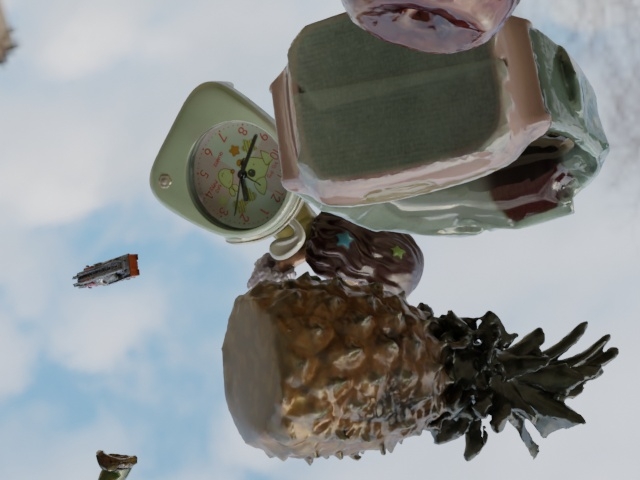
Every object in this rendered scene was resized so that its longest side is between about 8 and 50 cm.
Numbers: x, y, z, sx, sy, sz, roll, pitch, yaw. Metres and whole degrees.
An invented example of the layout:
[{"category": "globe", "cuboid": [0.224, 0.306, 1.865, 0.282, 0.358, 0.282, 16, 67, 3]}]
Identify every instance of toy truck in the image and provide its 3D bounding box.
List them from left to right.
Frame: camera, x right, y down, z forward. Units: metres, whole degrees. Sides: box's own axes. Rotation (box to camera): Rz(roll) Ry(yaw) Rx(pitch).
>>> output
[{"category": "toy truck", "cuboid": [-0.202, 0.030, 1.647, 0.032, 0.024, 0.083, -4, 172, -40]}]

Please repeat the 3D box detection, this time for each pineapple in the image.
[{"category": "pineapple", "cuboid": [0.093, 0.111, 1.513, 0.340, 0.169, 0.169, 1, -146, -22]}]

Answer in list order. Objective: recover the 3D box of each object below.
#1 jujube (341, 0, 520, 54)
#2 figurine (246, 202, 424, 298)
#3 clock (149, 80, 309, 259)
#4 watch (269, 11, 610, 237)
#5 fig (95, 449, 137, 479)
[{"category": "jujube", "cuboid": [0.068, -0.243, 1.031, 0.190, 0.190, 0.255, 5, -103, 19]}, {"category": "figurine", "cuboid": [0.002, 0.000, 1.969, 0.240, 0.115, 0.175, 24, -155, 13]}, {"category": "clock", "cuboid": [-0.081, -0.071, 1.890, 0.191, 0.151, 0.062, 33, -164, 13]}, {"category": "watch", "cuboid": [0.105, -0.086, 1.432, 0.253, 0.241, 0.161, -11, -111, 12]}, {"category": "fig", "cuboid": [-0.208, 0.251, 1.141, 0.151, 0.151, 0.259, 14, -115, 28]}]
